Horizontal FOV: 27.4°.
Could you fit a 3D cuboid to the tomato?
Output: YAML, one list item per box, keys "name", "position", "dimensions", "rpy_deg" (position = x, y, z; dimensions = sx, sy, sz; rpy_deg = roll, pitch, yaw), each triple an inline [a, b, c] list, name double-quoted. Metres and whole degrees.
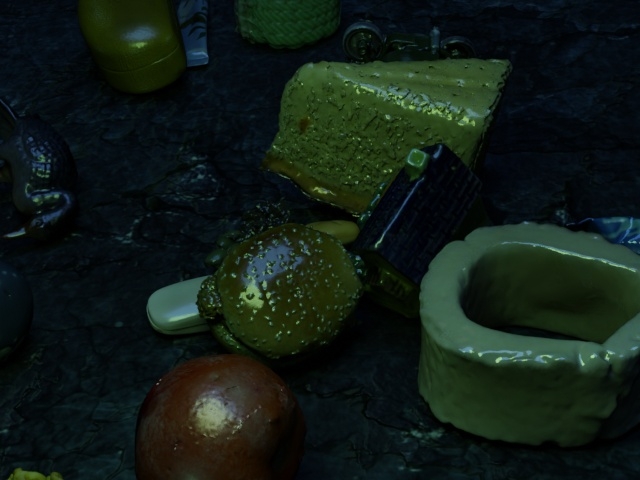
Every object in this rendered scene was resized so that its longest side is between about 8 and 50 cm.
- name: "tomato"
  position: [-0.122, 0.232, 1.512]
  dimensions: [0.184, 0.208, 0.208]
  rpy_deg: [10, 37, 23]

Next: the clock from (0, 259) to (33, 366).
- name: "clock"
  position: [-0.509, 0.094, 1.788]
  dimensions: [0.243, 0.146, 0.199]
  rpy_deg: [6, 31, 24]

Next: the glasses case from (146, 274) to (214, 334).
- name: "glasses case"
  position: [-0.142, 0.085, 1.847]
  dimensions: [0.204, 0.051, 0.081]
  rpy_deg: [-10, 44, -13]

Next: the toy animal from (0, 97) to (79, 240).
- name: "toy animal"
  position: [-0.476, -0.112, 2.086]
  dimensions: [0.185, 0.122, 0.298]
  rpy_deg: [-9, 42, -1]

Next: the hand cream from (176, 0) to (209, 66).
- name: "hand cream"
  position: [-0.251, -0.413, 2.552]
  dimensions: [0.091, 0.058, 0.271]
  rpy_deg: [-5, 40, 6]

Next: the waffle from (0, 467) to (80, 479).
- name: "waffle"
  position: [-0.341, 0.362, 1.467]
  dimensions: [0.309, 0.065, 0.283]
  rpy_deg: [11, 37, 19]

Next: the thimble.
- name: "thimble"
  position: [-0.069, -0.473, 2.537]
  dimensions: [0.219, 0.150, 0.219]
  rpy_deg: [-1, 35, 1]

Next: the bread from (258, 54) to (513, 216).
- name: "bread"
  position: [0.120, -0.178, 2.038]
  dimensions: [0.315, 0.248, 0.279]
  rpy_deg: [26, 37, 15]

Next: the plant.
- name: "plant"
  position: [-0.107, 0.002, 1.950]
  dimensions: [0.174, 0.085, 0.087]
  rpy_deg: [-38, 25, -33]

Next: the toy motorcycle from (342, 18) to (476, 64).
- name: "toy motorcycle"
  position: [0.168, -0.286, 2.299]
  dimensions: [0.275, 0.127, 0.205]
  rpy_deg: [8, 37, 2]

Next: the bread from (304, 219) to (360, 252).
- name: "bread"
  position: [0.000, 0.000, 1.931]
  dimensions: [0.115, 0.082, 0.056]
  rpy_deg: [-20, 73, -17]

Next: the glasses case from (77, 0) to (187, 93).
- name: "glasses case"
  position: [-0.360, -0.413, 2.458]
  dimensions: [0.173, 0.141, 0.371]
  rpy_deg: [-21, 36, 2]

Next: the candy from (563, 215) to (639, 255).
- name: "candy"
  position: [0.499, 0.036, 1.793]
  dimensions: [0.331, 0.187, 0.077]
  rpy_deg: [12, 71, 20]

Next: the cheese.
- name: "cheese"
  position: [0.295, 0.123, 1.689]
  dimensions: [0.332, 0.153, 0.292]
  rpy_deg: [8, 37, 16]

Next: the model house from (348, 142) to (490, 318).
- name: "model house"
  position: [0.112, -0.025, 1.804]
  dimensions: [0.170, 0.211, 0.194]
  rpy_deg: [28, 74, 24]

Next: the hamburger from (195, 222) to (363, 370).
- name: "hamburger"
  position: [-0.057, 0.075, 1.764]
  dimensions: [0.215, 0.122, 0.189]
  rpy_deg: [-22, 70, -23]
